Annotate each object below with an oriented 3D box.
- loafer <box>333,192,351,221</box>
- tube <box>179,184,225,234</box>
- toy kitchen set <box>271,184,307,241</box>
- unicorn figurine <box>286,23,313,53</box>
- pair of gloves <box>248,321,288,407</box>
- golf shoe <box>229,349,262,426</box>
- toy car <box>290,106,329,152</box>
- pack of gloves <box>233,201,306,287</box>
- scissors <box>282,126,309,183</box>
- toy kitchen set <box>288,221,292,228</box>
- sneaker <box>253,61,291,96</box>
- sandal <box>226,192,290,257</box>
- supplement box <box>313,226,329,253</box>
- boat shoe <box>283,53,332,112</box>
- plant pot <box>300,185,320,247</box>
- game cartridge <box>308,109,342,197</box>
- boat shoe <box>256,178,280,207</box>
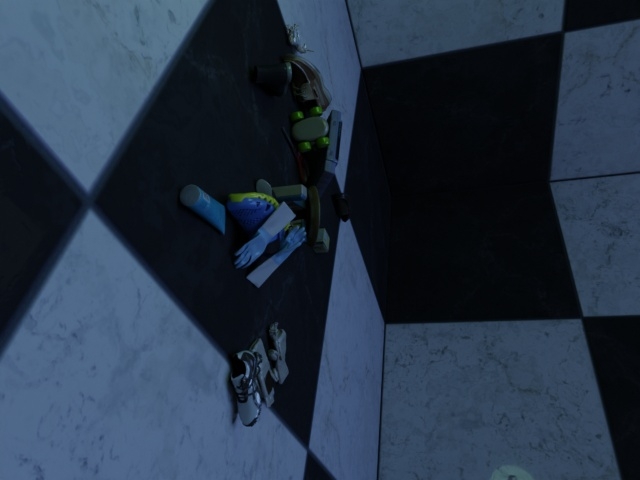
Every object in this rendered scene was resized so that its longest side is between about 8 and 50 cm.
[{"bbox_3d":[0.120,-0.168,2.468,0.220,0.080,0.078,59,30,-56],"label":"loafer"},{"bbox_3d":[-0.277,-0.079,1.192,0.207,0.052,0.080,50,43,-71],"label":"tube"},{"bbox_3d":[-0.086,-0.088,1.689,0.207,0.122,0.165,24,63,-71],"label":"toy kitchen set"},{"bbox_3d":[-0.099,-0.831,1.979,0.162,0.060,0.111,-32,118,-53],"label":"unicorn figurine"},{"bbox_3d":[-0.148,0.380,1.499,0.240,0.042,0.204,-36,120,-71],"label":"pair of gloves"},{"bbox_3d":[-0.208,0.391,1.269,0.094,0.077,0.198,24,57,-55],"label":"golf shoe"},{"bbox_3d":[-0.035,-0.432,1.951,0.188,0.149,0.154,33,44,-84],"label":"toy car"},{"bbox_3d":[-0.134,0.027,1.390,0.232,0.046,0.195,-47,147,-7],"label":"pack of gloves"},{"bbox_3d":[-0.097,-0.354,1.914,0.109,0.021,0.297,-78,155,-42],"label":"scissors"},{"bbox_3d":[-0.153,-0.060,1.631,0.083,0.068,0.075,56,-26,1],"label":"toy kitchen set"},{"bbox_3d":[-0.173,-0.549,1.625,0.222,0.118,0.083,167,-81,-77],"label":"sneaker"},{"bbox_3d":[-0.175,-0.043,1.398,0.317,0.126,0.138,44,49,-63],"label":"sandal"},{"bbox_3d":[0.000,0.000,2.065,0.083,0.056,0.083,63,28,-52],"label":"supplement box"},{"bbox_3d":[-0.056,-0.620,1.945,0.324,0.123,0.116,41,71,-53],"label":"boat shoe"},{"bbox_3d":[-0.045,-0.091,1.825,0.236,0.033,0.236,-178,-90,-75],"label":"plant pot"},{"bbox_3d":[0.020,-0.356,2.026,0.230,0.068,0.354,132,-29,-52],"label":"game cartridge"},{"bbox_3d":[-0.175,-0.151,1.556,0.133,0.049,0.042,60,1,-41],"label":"boat shoe"}]
